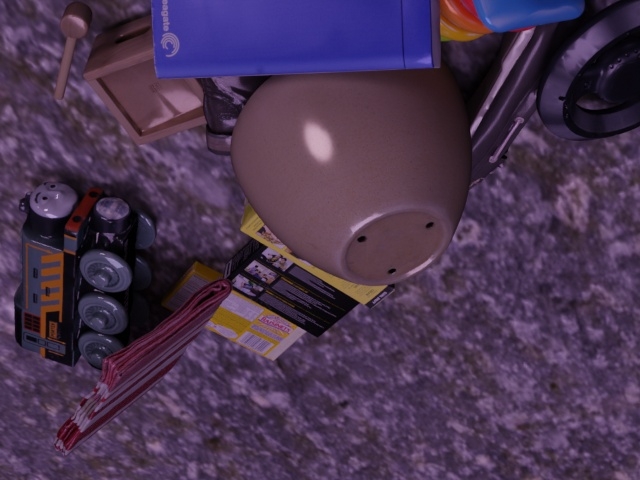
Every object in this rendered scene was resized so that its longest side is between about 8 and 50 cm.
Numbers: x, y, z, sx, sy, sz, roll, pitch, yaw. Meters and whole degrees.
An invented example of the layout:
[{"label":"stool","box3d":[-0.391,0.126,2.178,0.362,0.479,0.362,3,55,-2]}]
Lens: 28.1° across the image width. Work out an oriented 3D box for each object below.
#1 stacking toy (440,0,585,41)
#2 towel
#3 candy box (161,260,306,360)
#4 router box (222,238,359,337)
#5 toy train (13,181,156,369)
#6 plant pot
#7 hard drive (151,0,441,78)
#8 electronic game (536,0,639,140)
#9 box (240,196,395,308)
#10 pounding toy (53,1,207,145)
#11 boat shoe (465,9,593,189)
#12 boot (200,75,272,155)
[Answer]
[{"label":"stacking toy","box3d":[0.133,-0.281,1.456,0.302,0.175,0.165,-19,88,51]},{"label":"towel","box3d":[-0.268,0.190,1.895,0.037,0.237,0.329,48,142,6]},{"label":"candy box","box3d":[-0.129,0.109,1.948,0.206,0.027,0.105,29,131,-20]},{"label":"router box","box3d":[-0.033,0.056,1.869,0.179,0.046,0.133,31,130,-22]},{"label":"toy train","box3d":[-0.350,0.057,1.859,0.190,0.142,0.334,17,135,5]},{"label":"plant pot","box3d":[0.055,-0.060,1.458,0.284,0.191,0.284,-12,142,-10]},{"label":"hard drive","box3d":[-0.033,-0.283,1.365,0.319,0.040,0.210,1,98,21]},{"label":"electronic game","box3d":[0.359,-0.202,1.505,0.229,0.048,0.229,-17,144,-13]},{"label":"box","box3d":[0.000,0.000,1.782,0.232,0.087,0.058,32,128,-21]},{"label":"pounding toy","box3d":[-0.243,-0.227,1.581,0.181,0.094,0.206,-16,132,23]},{"label":"boat shoe","box3d":[0.231,-0.155,1.578,0.095,0.112,0.335,21,130,-7]},{"label":"boot","box3d":[-0.046,-0.226,1.507,0.263,0.091,0.229,-13,120,-7]}]
